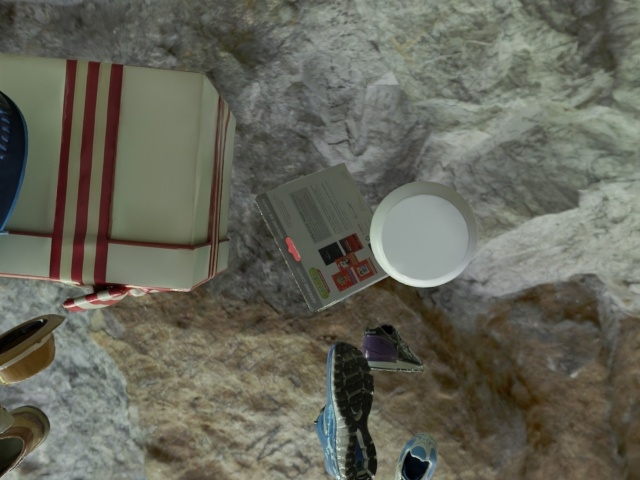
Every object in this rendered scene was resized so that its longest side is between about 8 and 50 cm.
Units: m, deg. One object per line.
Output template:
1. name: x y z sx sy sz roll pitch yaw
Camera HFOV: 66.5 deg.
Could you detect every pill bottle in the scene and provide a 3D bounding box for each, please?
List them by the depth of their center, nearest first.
1. pill bottle: 0.125 -0.010 0.601 0.124 0.221 0.124 0 -88 11

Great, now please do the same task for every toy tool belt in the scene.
1. toy tool belt: -0.553 0.305 0.797 0.083 0.052 0.051 -41 -79 -41

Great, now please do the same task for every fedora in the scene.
1. fedora: -0.582 0.221 0.955 0.194 0.194 0.079 -25 -70 -14

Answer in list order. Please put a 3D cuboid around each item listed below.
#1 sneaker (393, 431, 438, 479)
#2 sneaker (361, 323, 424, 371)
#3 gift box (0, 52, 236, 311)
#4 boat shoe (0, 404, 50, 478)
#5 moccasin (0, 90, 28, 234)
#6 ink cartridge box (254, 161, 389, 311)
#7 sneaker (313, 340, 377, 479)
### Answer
1. sneaker: 0.200 0.536 1.095 0.086 0.085 0.237 -21 -53 -50
2. sneaker: 0.209 0.296 1.343 0.283 0.107 0.124 25 -116 -54
3. gift box: -0.253 -0.057 0.601 0.276 0.255 0.258 4 -88 3
4. boat shoe: -0.713 0.466 0.982 0.324 0.120 0.122 -40 -78 -7
5. moccasin: -0.361 0.017 0.390 0.137 0.117 0.342 31 -93 -12
6. ink cartridge box: 0.000 0.000 1.210 0.272 0.130 0.309 -23 -98 -28
7. sneaker: 0.039 0.406 1.156 0.129 0.147 0.330 7 -102 -39
